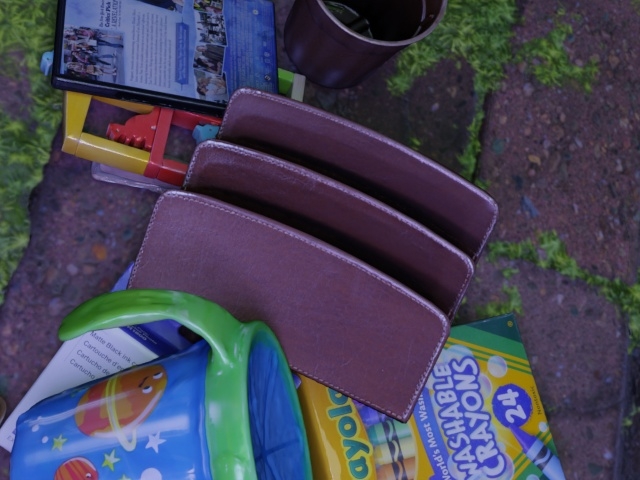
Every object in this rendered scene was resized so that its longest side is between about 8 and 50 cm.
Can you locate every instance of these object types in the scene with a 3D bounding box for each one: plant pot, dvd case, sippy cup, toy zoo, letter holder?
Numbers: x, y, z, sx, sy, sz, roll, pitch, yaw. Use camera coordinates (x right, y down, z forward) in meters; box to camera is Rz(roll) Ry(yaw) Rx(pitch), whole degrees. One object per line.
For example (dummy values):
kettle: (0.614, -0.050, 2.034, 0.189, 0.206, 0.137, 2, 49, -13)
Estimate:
plant pot: (0.040, -0.267, 1.277, 0.167, 0.165, 0.167, 6, 72, -17)
dvd case: (-0.169, -0.222, 1.227, 0.253, 0.022, 0.180, 9, 57, -20)
sippy cup: (-0.138, 0.203, 0.954, 0.224, 0.240, 0.305, -12, 79, 9)
toy zoo: (-0.166, -0.150, 1.217, 0.293, 0.030, 0.192, 16, 55, -15)
letter holder: (0.000, 0.000, 1.073, 0.302, 0.214, 0.152, 25, 22, 6)

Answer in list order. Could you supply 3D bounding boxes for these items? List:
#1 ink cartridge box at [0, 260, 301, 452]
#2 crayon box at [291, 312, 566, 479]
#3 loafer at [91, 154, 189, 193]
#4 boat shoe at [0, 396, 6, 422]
ink cartridge box: (-0.167, 0.169, 1.087, 0.223, 0.045, 0.224, 34, 81, 1)
crayon box: (0.089, 0.213, 1.187, 0.323, 0.083, 0.203, -11, 77, -22)
loafer: (-0.191, -0.073, 1.209, 0.125, 0.039, 0.045, 15, 36, -18)
boat shoe: (-0.355, 0.204, 1.052, 0.050, 0.045, 0.135, 38, 69, 13)
